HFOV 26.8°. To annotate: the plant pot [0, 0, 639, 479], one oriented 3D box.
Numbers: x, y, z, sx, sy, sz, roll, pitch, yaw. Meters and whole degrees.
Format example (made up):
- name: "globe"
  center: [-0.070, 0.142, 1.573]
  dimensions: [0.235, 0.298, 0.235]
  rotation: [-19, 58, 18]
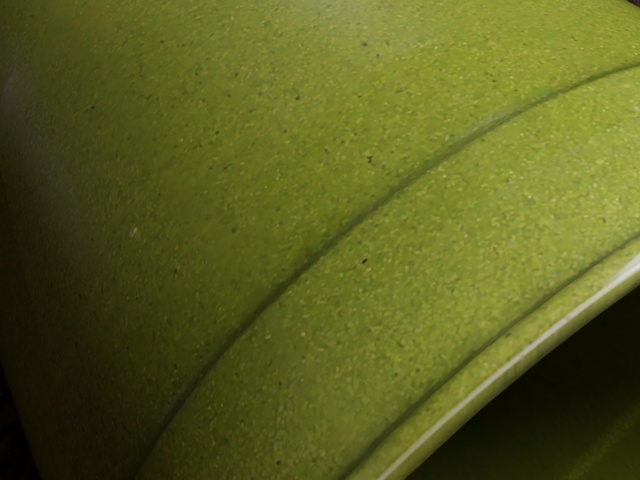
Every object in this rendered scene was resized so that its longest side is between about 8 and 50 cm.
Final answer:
- name: "plant pot"
  center: [0.000, 0.000, 0.596]
  dimensions: [0.366, 0.366, 0.353]
  rotation: [-2, 42, -47]
